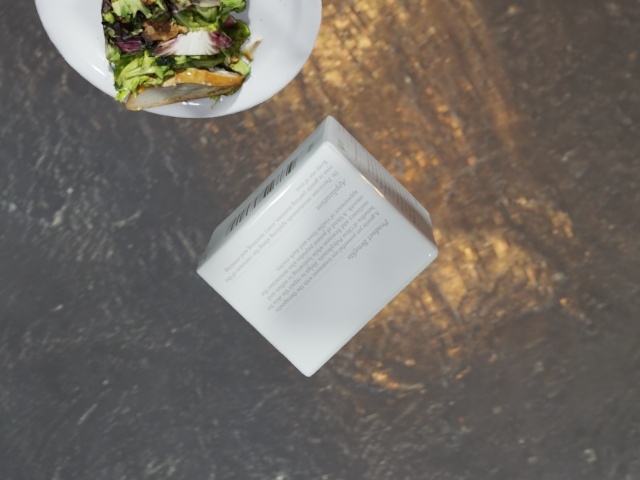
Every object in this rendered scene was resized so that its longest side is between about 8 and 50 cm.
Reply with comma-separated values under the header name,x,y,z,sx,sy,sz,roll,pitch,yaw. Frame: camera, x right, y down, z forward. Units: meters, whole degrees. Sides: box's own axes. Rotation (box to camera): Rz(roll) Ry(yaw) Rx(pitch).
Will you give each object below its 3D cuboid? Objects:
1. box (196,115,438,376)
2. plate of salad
name,x,y,z,sx,sy,sz,roll,pitch,yaw
box,0.000,0.000,0.709,0.087,0.101,0.102,44,12,-8
plate of salad,-0.099,-0.157,0.867,0.199,0.200,0.048,31,39,-21
